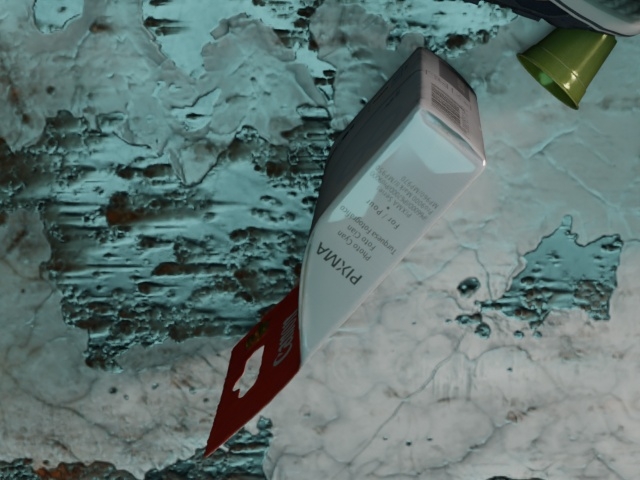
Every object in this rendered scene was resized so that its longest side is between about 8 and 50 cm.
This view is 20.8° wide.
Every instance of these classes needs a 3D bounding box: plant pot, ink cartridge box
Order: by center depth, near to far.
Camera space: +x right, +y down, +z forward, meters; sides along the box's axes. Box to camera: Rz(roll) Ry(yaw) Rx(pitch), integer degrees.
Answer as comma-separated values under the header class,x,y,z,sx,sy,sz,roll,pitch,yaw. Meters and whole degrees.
class,x,y,z,sx,sy,sz,roll,pitch,yaw
ink cartridge box,0.000,0.000,1.691,0.091,0.308,0.385,41,104,-9
plant pot,0.254,-0.187,1.755,0.083,0.083,0.079,43,91,-10

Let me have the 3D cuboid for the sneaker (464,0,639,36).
class,x,y,z,sx,sy,sz,roll,pitch,yaw
sneaker,0.179,-0.290,1.703,0.321,0.126,0.127,32,146,-16
